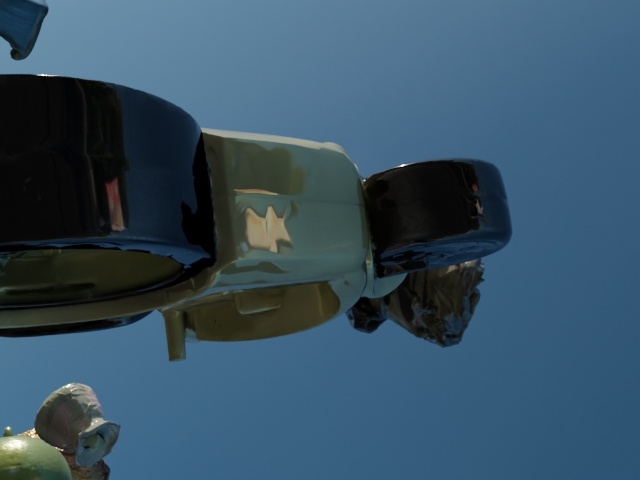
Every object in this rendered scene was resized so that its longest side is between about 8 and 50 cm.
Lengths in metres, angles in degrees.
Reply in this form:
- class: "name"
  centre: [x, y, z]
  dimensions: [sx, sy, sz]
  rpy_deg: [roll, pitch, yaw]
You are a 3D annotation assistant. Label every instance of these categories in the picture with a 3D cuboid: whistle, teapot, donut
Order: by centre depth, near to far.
- class: "teapot"
  centre: [-0.225, 0.180, 0.757]
  dimensions: [0.064, 0.083, 0.064]
  rpy_deg: [32, -103, 29]
- class: "whistle"
  centre: [-0.341, 0.334, 0.850]
  dimensions: [0.141, 0.141, 0.294]
  rpy_deg: [-33, -138, 24]
- class: "donut"
  centre: [-0.387, 0.317, 1.102]
  dimensions: [0.078, 0.181, 0.146]
  rpy_deg: [-119, -148, -41]

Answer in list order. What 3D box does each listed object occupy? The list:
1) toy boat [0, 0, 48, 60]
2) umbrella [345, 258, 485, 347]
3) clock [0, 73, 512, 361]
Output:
- class: "toy boat"
  centre: [-0.280, -0.183, 0.544]
  dimensions: [0.077, 0.185, 0.075]
  rpy_deg: [-41, -121, 20]
- class: "umbrella"
  centre: [-0.003, 0.005, 0.828]
  dimensions: [0.358, 0.106, 0.113]
  rpy_deg: [24, -72, 26]
- class: "clock"
  centre: [-0.092, -0.001, 0.470]
  dimensions: [0.276, 0.379, 0.120]
  rpy_deg: [-20, -109, 45]
